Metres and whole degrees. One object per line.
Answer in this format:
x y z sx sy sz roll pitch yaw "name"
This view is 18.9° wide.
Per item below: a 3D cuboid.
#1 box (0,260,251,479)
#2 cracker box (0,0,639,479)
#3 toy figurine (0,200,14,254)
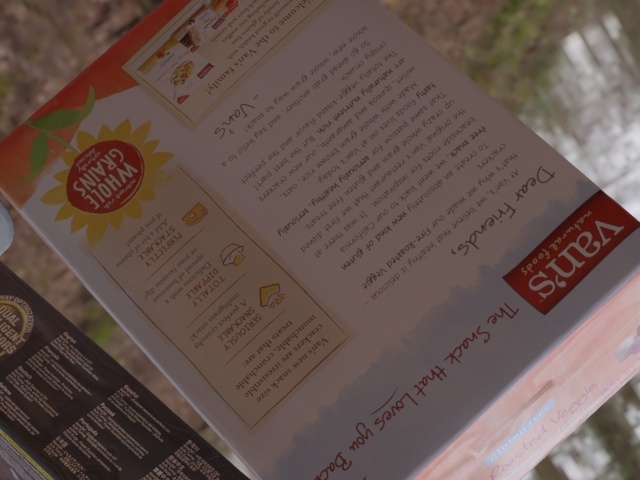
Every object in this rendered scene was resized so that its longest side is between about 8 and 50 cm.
-0.147 0.198 1.365 0.097 0.318 0.395 -39 -133 -18 "box"
0.000 0.000 0.717 0.156 0.067 0.232 -41 -124 -6 "cracker box"
-0.207 -0.068 0.613 0.210 0.213 0.148 -19 -138 -32 "toy figurine"
